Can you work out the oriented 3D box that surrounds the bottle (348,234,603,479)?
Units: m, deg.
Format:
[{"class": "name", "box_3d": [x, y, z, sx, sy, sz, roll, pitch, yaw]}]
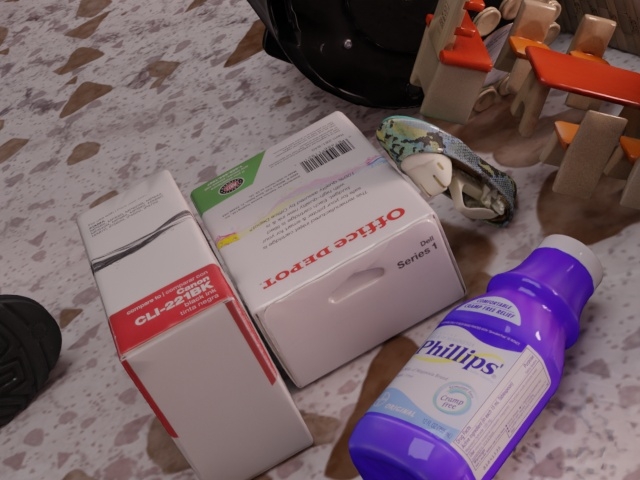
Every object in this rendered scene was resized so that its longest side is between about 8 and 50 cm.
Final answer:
[{"class": "bottle", "box_3d": [0.147, 0.109, 0.959, 0.118, 0.092, 0.283, 14, 50, 45]}]

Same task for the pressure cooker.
[{"class": "pressure cooker", "box_3d": [0.059, -0.413, 1.462, 0.370, 0.375, 0.420, -28, 36, -3]}]

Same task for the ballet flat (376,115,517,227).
[{"class": "ballet flat", "box_3d": [0.135, -0.065, 1.136, 0.070, 0.188, 0.070, -36, 42, 41]}]

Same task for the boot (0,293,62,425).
[{"class": "boot", "box_3d": [-0.551, 0.136, 1.363, 0.367, 0.146, 0.445, -37, 31, -18]}]

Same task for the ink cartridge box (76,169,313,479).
[{"class": "ink cartridge box", "box_3d": [-0.129, 0.082, 1.086, 0.114, 0.197, 0.273, -29, 34, -5]}]

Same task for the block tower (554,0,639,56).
[{"class": "block tower", "box_3d": [0.405, -0.272, 1.298, 0.091, 0.097, 0.335, -35, 34, -14]}]

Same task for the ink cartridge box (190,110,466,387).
[{"class": "ink cartridge box", "box_3d": [0.000, 0.000, 1.180, 0.201, 0.117, 0.278, -29, 34, -4]}]

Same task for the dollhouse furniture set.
[{"class": "dollhouse furniture set", "box_3d": [0.236, -0.175, 1.137, 0.259, 0.135, 0.262, 11, 34, -13]}]

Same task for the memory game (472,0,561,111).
[{"class": "memory game", "box_3d": [0.205, -0.218, 1.294, 0.186, 0.186, 0.012, -32, 62, -9]}]
